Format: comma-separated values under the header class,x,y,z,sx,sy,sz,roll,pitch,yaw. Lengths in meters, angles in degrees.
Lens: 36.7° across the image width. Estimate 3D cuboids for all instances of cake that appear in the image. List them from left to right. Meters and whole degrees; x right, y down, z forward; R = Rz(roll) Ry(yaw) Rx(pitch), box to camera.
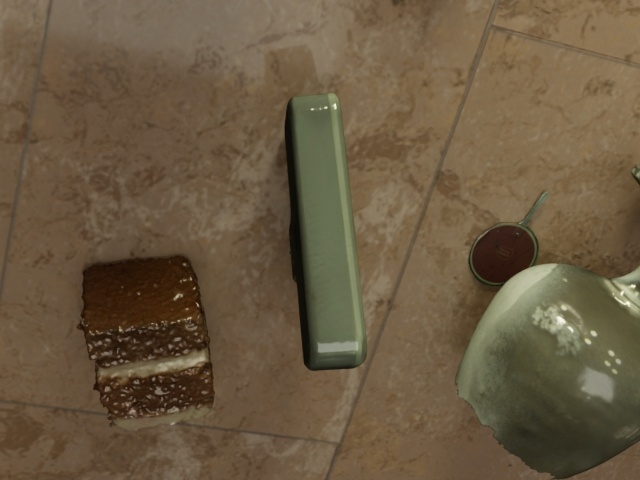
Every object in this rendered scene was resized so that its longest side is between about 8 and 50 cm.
class,x,y,z,sx,sy,sz,roll,pitch,yaw
cake,-0.183,0.111,1.030,0.134,0.135,0.147,-5,122,-9

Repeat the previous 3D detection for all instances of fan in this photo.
class,x,y,z,sx,sy,sz,roll,pitch,yaw
fan,0.226,-0.002,1.121,0.085,0.005,0.133,22,111,-20

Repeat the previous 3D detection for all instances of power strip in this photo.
class,x,y,z,sx,sy,sz,roll,pitch,yaw
power strip,0.001,0.000,0.978,0.059,0.193,0.265,-5,81,-6

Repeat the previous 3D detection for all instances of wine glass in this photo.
class,x,y,z,sx,sy,sz,roll,pitch,yaw
wine glass,0.314,0.097,1.067,0.238,0.238,0.323,34,108,-24
